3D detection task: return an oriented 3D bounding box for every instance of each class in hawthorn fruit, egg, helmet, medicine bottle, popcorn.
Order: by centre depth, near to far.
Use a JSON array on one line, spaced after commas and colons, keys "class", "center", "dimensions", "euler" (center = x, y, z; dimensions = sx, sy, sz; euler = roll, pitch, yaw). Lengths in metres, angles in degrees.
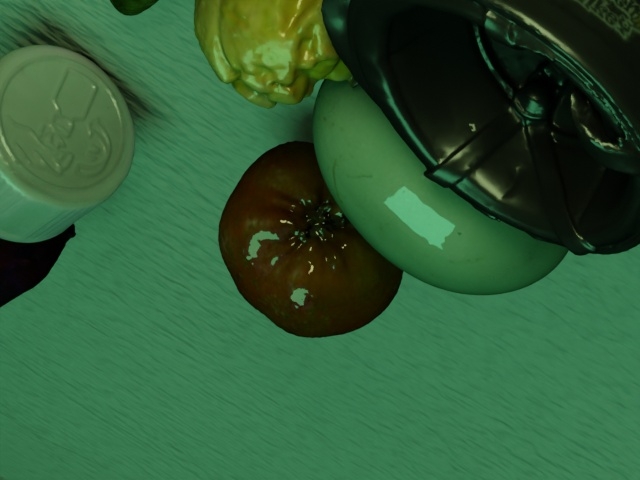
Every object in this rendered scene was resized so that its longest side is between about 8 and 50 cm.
[{"class": "helmet", "center": [0.151, -0.129, 1.291], "dimensions": [0.279, 0.160, 0.230], "euler": [42, 157, 11]}, {"class": "popcorn", "center": [-0.018, -0.181, 1.405], "dimensions": [0.152, 0.167, 0.148], "euler": [26, -161, -31]}, {"class": "egg", "center": [0.096, -0.057, 1.473], "dimensions": [0.231, 0.168, 0.168], "euler": [41, 154, -4]}, {"class": "hawthorn fruit", "center": [0.000, 0.000, 1.698], "dimensions": [0.189, 0.189, 0.189], "euler": [27, 154, 14]}, {"class": "medicine bottle", "center": [-0.340, -0.051, 1.939], "dimensions": [0.242, 0.242, 0.395], "euler": [43, 142, -21]}]

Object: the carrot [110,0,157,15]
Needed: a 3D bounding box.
[{"class": "carrot", "center": [-0.118, -0.251, 1.496], "dimensions": [0.074, 0.074, 0.358], "euler": [35, 156, -4]}]
